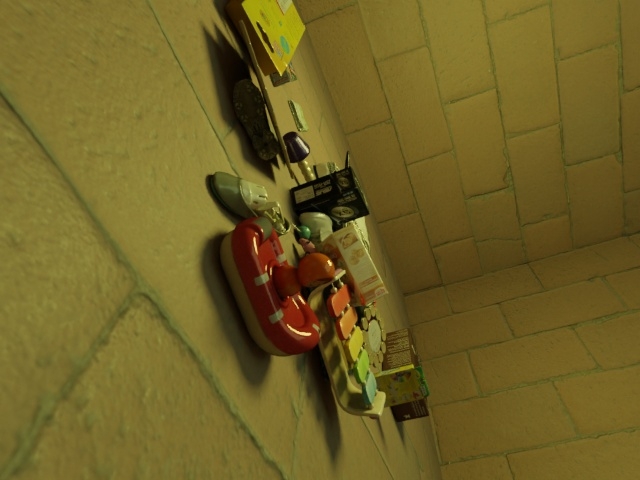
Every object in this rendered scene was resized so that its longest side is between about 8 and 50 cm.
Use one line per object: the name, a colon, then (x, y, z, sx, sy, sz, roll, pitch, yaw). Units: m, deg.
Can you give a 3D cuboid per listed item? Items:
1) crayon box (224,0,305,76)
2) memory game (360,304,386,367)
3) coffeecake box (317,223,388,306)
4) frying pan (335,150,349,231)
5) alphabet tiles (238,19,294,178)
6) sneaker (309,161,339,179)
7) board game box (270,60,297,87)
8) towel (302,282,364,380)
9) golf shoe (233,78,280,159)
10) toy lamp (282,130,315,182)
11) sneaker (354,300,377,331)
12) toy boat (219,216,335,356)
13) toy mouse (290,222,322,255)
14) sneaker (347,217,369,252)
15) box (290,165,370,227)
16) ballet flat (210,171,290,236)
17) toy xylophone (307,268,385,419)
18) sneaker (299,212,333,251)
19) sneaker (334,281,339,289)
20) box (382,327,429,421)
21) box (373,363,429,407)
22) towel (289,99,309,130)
crayon box: (-0.150, -0.606, 1.187, 0.202, 0.081, 0.319, 57, 32, -37)
memory game: (0.160, 0.289, 1.291, 0.186, 0.012, 0.186, 28, 57, -56)
coffeecake box: (0.075, 0.068, 1.065, 0.186, 0.068, 0.142, 64, -18, 5)
frying pan: (0.081, -0.158, 1.597, 0.197, 0.053, 0.326, -70, 159, -68)
alphabet tiles: (-0.126, -0.328, 1.017, 0.285, 0.011, 0.343, 77, -6, -76)
sneaker: (0.035, -0.222, 1.571, 0.235, 0.094, 0.090, 33, 39, -75)
board game box: (-0.139, -0.590, 1.397, 0.194, 0.060, 0.194, -21, 94, -78)
towel: (0.040, 0.214, 1.130, 0.370, 0.040, 0.272, 28, 45, -70)
golf shoe: (-0.148, -0.266, 0.951, 0.086, 0.069, 0.176, -136, -153, -73)
toy lamp: (-0.038, -0.200, 1.260, 0.275, 0.080, 0.080, 58, 19, -45)
sneaker: (0.133, 0.181, 1.429, 0.276, 0.097, 0.135, -77, 150, -64)
toy boat: (-0.048, 0.065, 0.679, 0.151, 0.151, 0.231, -59, 131, -73)
toy mouse: (-0.030, 0.006, 1.068, 0.143, 0.031, 0.161, 62, 4, -25)
sneaker: (0.150, -0.066, 1.823, 0.169, 0.108, 0.293, -92, 162, -59)
box: (0.029, -0.108, 1.185, 0.147, 0.180, 0.078, 54, 21, -58)
ballet flat: (-0.115, -0.067, 0.767, 0.213, 0.068, 0.072, 51, 24, -58)
toy xylophone: (0.059, 0.218, 0.955, 0.236, 0.081, 0.323, -46, 117, -74)
sneaker: (0.000, 0.000, 1.177, 0.212, 0.080, 0.094, 55, 33, -57)
sneaker: (0.064, 0.072, 1.174, 0.067, 0.064, 0.175, 131, -34, -66)
box: (0.346, 0.542, 1.773, 0.381, 0.143, 0.191, -62, 133, -71)
box: (0.243, 0.457, 1.341, 0.043, 0.179, 0.105, -25, 98, -77)
towel: (-0.076, -0.460, 1.578, 0.152, 0.023, 0.113, -57, 129, -74)
